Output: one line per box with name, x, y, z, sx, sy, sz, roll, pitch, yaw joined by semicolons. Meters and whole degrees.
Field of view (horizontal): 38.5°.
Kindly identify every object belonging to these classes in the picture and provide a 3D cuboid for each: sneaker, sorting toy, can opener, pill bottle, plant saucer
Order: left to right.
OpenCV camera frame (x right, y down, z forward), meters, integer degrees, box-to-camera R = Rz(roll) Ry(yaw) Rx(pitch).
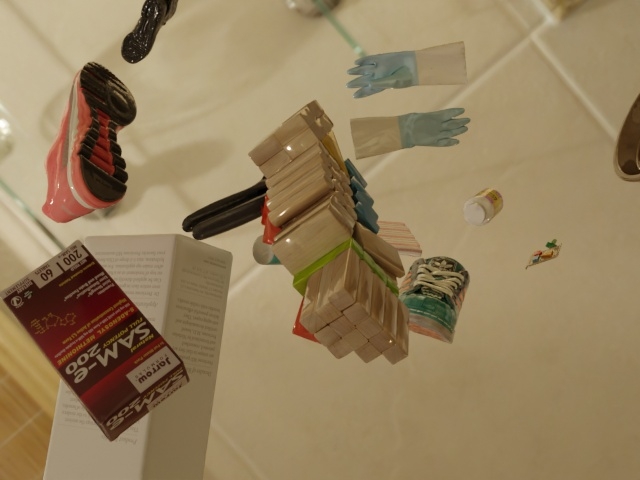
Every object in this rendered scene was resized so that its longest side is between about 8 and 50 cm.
sneaker;-0.377;-0.156;1.420;0.116;0.136;0.314;39;-147;-38
sneaker;-0.292;-0.393;1.623;0.051;0.170;0.089;35;-144;-3
can opener;-0.081;-0.043;1.109;0.059;0.186;0.073;16;123;47
sneaker;0.159;0.077;1.340;0.108;0.121;0.302;19;180;6
pill bottle;0.231;-0.046;1.305;0.043;0.043;0.083;51;-151;4
sorting toy;0.372;0.020;1.525;0.012;0.062;0.083;60;-153;-7
plant saucer;0.531;-0.200;1.337;0.041;0.278;0.278;30;-165;-9

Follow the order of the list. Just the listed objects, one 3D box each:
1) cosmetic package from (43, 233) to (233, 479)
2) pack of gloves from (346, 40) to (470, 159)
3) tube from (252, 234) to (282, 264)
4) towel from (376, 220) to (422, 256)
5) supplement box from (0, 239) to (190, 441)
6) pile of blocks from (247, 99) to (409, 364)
cosmetic package;-0.311;0.225;1.584;0.161;0.230;0.453;24;-110;-54
pack of gloves;0.166;-0.258;1.719;0.046;0.232;0.195;-86;-13;-72
tube;-0.033;0.020;1.642;0.207;0.080;0.052;3;-108;-50
towel;0.100;-0.003;1.672;0.144;0.029;0.197;4;-165;-6
supplement box;-0.295;0.127;1.196;0.239;0.130;0.073;44;159;22
pile of blocks;0.000;0.000;1.039;0.149;0.113;0.362;34;-149;-42
